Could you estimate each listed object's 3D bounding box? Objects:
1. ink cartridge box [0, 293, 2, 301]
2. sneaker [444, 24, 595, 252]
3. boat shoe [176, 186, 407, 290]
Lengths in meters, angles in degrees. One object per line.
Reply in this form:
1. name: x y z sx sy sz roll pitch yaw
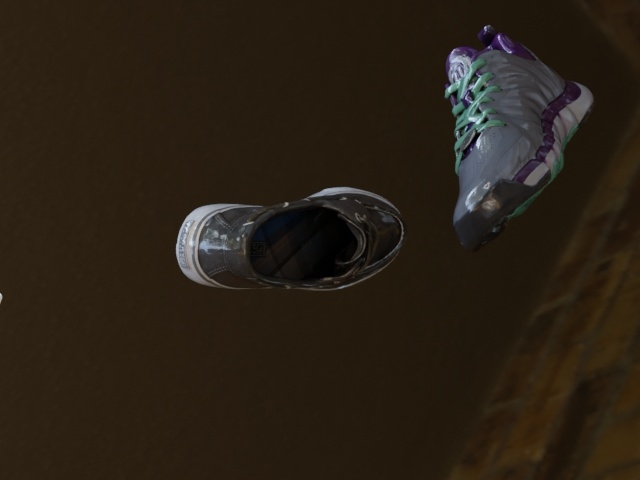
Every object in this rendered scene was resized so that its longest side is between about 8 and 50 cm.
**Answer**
1. ink cartridge box: -0.243 0.041 0.986 0.028 0.083 0.048 28 -97 -47
2. sneaker: 0.103 -0.070 0.992 0.098 0.083 0.223 43 -152 -1
3. boat shoe: 0.000 0.000 1.137 0.228 0.076 0.080 1 -87 -49
